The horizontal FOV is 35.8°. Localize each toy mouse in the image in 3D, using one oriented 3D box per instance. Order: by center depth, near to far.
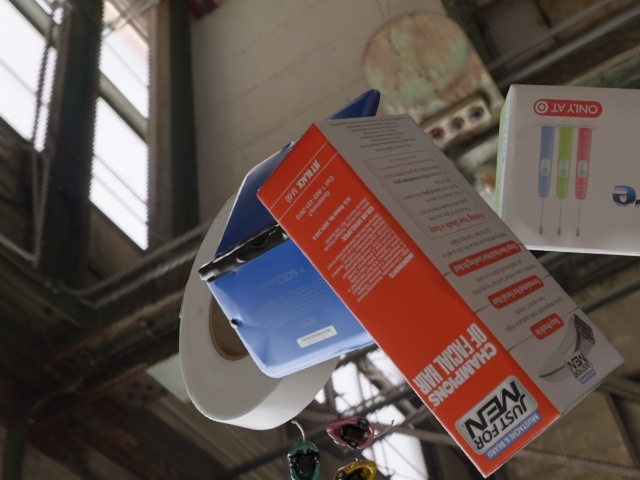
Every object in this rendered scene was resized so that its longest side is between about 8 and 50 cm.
[{"bbox_3d":[0.011,0.255,1.221,0.161,0.143,0.031,-46,-158,8],"label":"toy mouse"}]

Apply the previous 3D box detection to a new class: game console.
[{"bbox_3d":[0.000,0.000,1.217,0.173,0.250,0.293,-35,-175,-42],"label":"game console"}]

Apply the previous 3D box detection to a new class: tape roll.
[{"bbox_3d":[-0.084,0.083,1.464,0.392,0.072,0.392,-31,-131,45],"label":"tape roll"}]

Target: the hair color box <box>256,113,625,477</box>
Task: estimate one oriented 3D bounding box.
[{"bbox_3d":[0.057,0.018,0.469,0.167,0.093,0.053,50,-59,16],"label":"hair color box"}]

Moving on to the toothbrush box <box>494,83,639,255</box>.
[{"bbox_3d":[0.249,-0.053,0.807,0.206,0.283,0.122,4,-85,9],"label":"toothbrush box"}]
